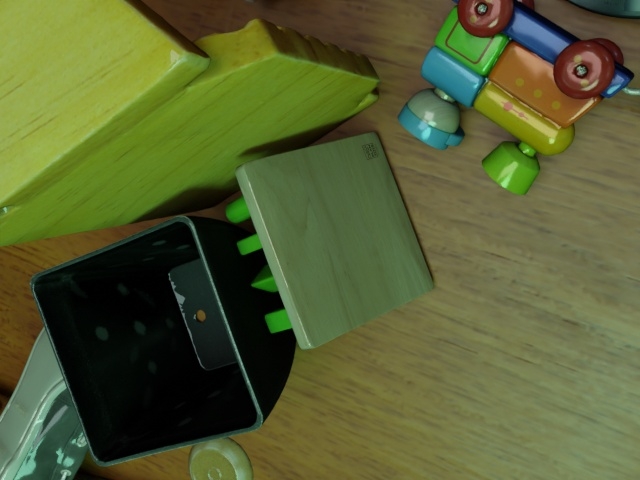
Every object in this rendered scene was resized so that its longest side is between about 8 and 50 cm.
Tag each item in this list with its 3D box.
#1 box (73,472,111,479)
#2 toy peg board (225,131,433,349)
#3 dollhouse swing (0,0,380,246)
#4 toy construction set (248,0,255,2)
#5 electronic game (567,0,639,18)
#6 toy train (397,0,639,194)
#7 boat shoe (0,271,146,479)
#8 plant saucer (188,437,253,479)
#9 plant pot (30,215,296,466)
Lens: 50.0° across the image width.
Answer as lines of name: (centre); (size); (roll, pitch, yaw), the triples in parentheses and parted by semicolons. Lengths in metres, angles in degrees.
box: (-0.238, 0.386, 0.815); (0.231, 0.056, 0.182); (5, 100, 21)
toy peg board: (0.000, 0.000, 0.629); (0.079, 0.161, 0.161); (-20, 90, 51)
dollhouse swing: (-0.183, -0.179, 0.554); (0.315, 0.347, 0.304); (-30, 86, 23)
toy construction set: (-0.109, -0.358, 0.590); (0.237, 0.257, 0.308); (9, 120, -20)
electronic game: (0.260, -0.286, 0.522); (0.229, 0.048, 0.229); (1, 92, 27)
toy train: (0.190, -0.095, 0.556); (0.248, 0.105, 0.143); (38, 120, 13)
boat shoe: (-0.283, 0.177, 0.778); (0.112, 0.095, 0.335); (31, 87, 43)
plant saucer: (-0.116, 0.261, 0.771); (0.084, 0.015, 0.083); (3, 99, 21)
plant pot: (-0.126, 0.083, 0.667); (0.188, 0.167, 0.188); (-20, 89, 23)
